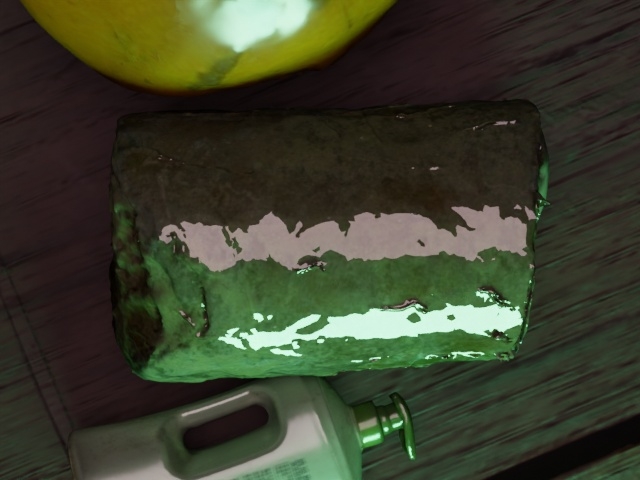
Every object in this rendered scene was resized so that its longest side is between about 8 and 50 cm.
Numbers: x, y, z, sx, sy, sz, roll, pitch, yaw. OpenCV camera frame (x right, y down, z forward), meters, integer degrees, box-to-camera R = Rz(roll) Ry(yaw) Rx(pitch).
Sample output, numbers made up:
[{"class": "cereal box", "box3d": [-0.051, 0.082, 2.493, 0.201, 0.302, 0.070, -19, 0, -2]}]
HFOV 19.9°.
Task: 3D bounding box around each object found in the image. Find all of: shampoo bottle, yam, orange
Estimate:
[{"class": "shampoo bottle", "box3d": [-0.049, 0.155, 1.278, 0.234, 0.087, 0.118, -18, 94, -1]}, {"class": "yam", "box3d": [0.000, 0.000, 1.231, 0.300, 0.195, 0.195, -3, 88, 0]}, {"class": "orange", "box3d": [-0.067, -0.243, 1.185, 0.312, 0.312, 0.312, 0, 88, 0]}]
